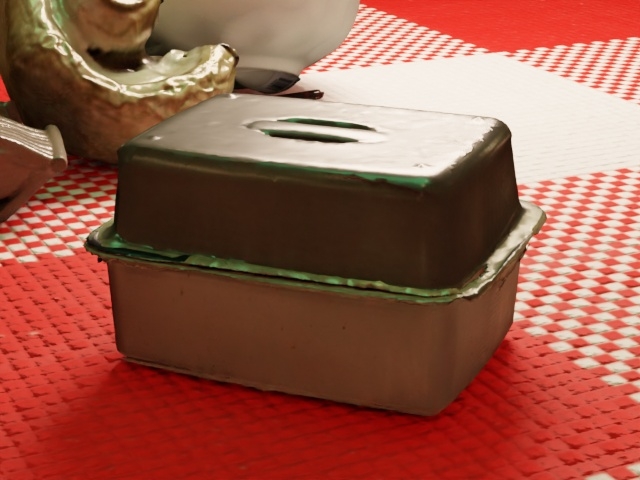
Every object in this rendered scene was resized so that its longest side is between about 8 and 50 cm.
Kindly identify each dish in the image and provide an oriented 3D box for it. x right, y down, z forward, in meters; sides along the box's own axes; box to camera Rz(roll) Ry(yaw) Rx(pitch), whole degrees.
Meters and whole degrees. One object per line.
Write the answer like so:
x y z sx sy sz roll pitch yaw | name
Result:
-0.114 -0.229 1.686 0.324 0.124 0.324 -1 -2 0 | dish

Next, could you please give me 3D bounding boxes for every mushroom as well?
-0.237 -0.170 1.469 0.267 0.189 0.164 40 50 -8 | mushroom

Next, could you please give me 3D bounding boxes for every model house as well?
-0.331 -0.088 1.339 0.188 0.122 0.229 -4 18 -19 | model house

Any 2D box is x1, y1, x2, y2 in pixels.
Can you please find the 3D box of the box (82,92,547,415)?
0.000 0.000 1.035 0.290 0.166 0.220 7 22 21 | box

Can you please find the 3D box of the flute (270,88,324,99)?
-0.111 -0.149 1.667 0.269 0.014 0.014 -12 23 -31 | flute
